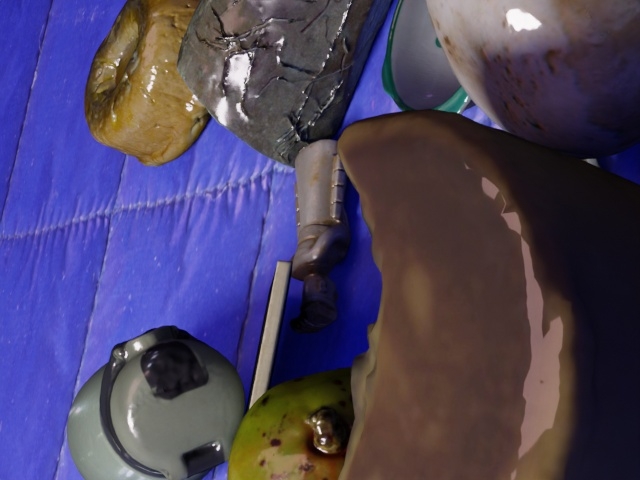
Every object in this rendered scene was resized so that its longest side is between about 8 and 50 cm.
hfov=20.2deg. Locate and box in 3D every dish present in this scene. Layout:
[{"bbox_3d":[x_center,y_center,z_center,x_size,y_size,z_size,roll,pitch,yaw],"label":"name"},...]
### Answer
[{"bbox_3d":[0.154,-0.210,1.694,0.246,0.078,0.224,-46,38,43],"label":"dish"}]

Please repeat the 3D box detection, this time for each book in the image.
[{"bbox_3d":[-0.061,0.146,1.808,0.322,0.018,0.228,118,162,-83],"label":"book"}]

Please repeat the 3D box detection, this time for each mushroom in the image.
[{"bbox_3d":[0.213,-0.197,1.462,0.243,0.243,0.243,-39,42,48],"label":"mushroom"}]

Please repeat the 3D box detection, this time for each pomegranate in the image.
[{"bbox_3d":[0.003,0.228,1.605,0.246,0.198,0.198,-55,32,37],"label":"pomegranate"}]

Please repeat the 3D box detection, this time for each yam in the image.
[{"bbox_3d":[-0.028,-0.254,1.955,0.271,0.201,0.202,-53,33,22],"label":"yam"}]

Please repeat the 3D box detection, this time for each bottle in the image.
[{"bbox_3d":[-0.170,0.186,1.894,0.347,0.168,0.168,138,143,-71],"label":"bottle"}]

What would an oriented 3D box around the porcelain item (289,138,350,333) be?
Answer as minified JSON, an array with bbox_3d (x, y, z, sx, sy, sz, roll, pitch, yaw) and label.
[{"bbox_3d":[0.000,0.000,1.889,0.084,0.054,0.213,-41,40,50],"label":"porcelain item"}]

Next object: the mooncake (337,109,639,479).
[{"bbox_3d":[0.121,0.121,1.378,0.394,0.246,0.393,-54,41,33],"label":"mooncake"}]

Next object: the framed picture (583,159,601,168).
[{"bbox_3d":[0.186,-0.033,1.606,0.183,0.011,0.142,-55,32,31],"label":"framed picture"}]

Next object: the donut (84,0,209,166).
[{"bbox_3d":[-0.210,-0.219,2.332,0.261,0.128,0.208,-56,32,33],"label":"donut"}]
